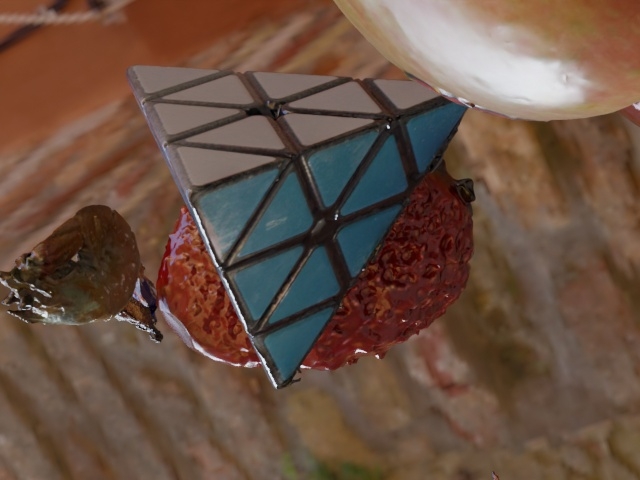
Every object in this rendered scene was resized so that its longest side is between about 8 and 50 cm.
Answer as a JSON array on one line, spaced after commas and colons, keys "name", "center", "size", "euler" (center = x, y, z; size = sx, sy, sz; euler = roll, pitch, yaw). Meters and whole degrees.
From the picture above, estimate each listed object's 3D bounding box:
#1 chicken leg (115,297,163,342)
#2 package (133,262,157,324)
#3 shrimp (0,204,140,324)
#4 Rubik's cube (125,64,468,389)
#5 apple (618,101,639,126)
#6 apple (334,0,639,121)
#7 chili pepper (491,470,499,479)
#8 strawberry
[{"name": "chicken leg", "center": [-0.203, 0.082, 1.942], "size": [0.083, 0.036, 0.021], "euler": [32, -137, -10]}, {"name": "package", "center": [-0.221, 0.057, 2.187], "size": [0.077, 0.033, 0.110], "euler": [59, -178, -36]}, {"name": "shrimp", "center": [-0.239, 0.025, 1.680], "size": [0.217, 0.051, 0.115], "euler": [-5, -86, -60]}, {"name": "Rubik's cube", "center": [-0.039, -0.044, 1.458], "size": [0.233, 0.228, 0.228], "euler": [27, -122, -24]}, {"name": "apple", "center": [0.326, -0.174, 1.591], "size": [0.181, 0.168, 0.181], "euler": [-6, -82, -45]}, {"name": "apple", "center": [0.145, -0.287, 1.202], "size": [0.346, 0.391, 0.391], "euler": [43, -146, -23]}, {"name": "chili pepper", "center": [0.013, 0.227, 0.888], "size": [0.050, 0.268, 0.059], "euler": [39, -178, -29]}, {"name": "strawberry", "center": [-0.001, 0.004, 1.686], "size": [0.258, 0.261, 0.261], "euler": [-35, -80, -57]}]
